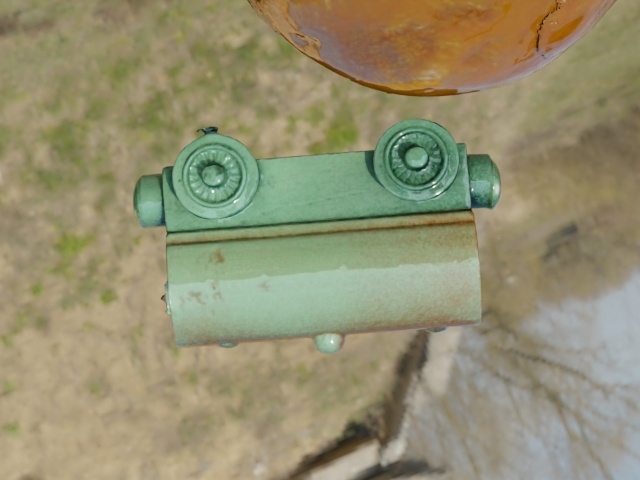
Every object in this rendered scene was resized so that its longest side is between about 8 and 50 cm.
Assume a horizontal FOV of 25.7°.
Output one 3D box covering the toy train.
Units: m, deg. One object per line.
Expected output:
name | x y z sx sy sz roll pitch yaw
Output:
toy train | 0.000 0.000 1.090 0.285 0.177 0.116 -4 176 -1

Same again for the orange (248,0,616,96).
orange | 0.058 -0.191 0.719 0.240 0.240 0.240 -22 177 -1
